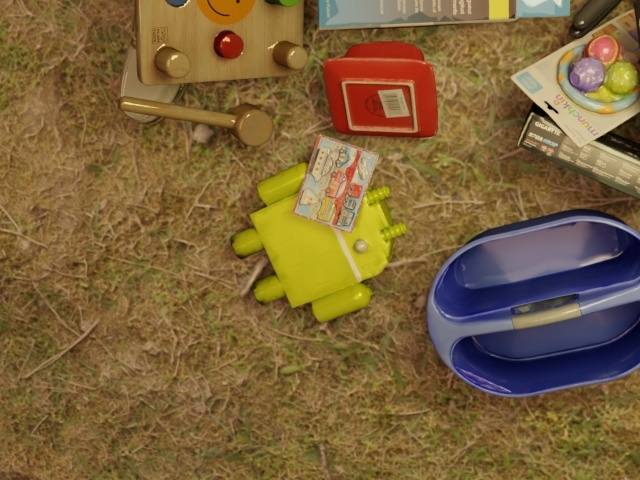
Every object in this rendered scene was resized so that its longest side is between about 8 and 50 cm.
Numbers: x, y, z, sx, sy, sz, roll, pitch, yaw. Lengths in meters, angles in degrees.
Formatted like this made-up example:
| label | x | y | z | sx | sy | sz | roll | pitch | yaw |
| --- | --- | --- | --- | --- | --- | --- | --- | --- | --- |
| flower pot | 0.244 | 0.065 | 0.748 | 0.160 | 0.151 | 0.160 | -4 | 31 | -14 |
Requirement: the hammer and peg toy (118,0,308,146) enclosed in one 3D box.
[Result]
| label | x | y | z | sx | sy | sz | roll | pitch | yaw |
| --- | --- | --- | --- | --- | --- | --- | --- | --- | --- |
| hammer and peg toy | -0.144 | -0.299 | 1.346 | 0.266 | 0.127 | 0.361 | -9 | 114 | -28 |

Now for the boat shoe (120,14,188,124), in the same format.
| label | x | y | z | sx | sy | sz | roll | pitch | yaw |
| --- | --- | --- | --- | --- | --- | --- | --- | --- | --- |
| boat shoe | -0.244 | -0.318 | 1.448 | 0.113 | 0.103 | 0.302 | 25 | 107 | 8 |

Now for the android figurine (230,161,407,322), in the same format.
| label | x | y | z | sx | sy | sz | roll | pitch | yaw |
| --- | --- | --- | --- | --- | --- | --- | --- | --- | --- |
| android figurine | 0.000 | 0.000 | 1.483 | 0.273 | 0.056 | 0.248 | -21 | 96 | 19 |

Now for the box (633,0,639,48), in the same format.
| label | x | y | z | sx | sy | sz | roll | pitch | yaw |
| --- | --- | --- | --- | --- | --- | --- | --- | --- | --- |
| box | 0.529 | -0.221 | 1.214 | 0.270 | 0.060 | 0.216 | -17 | 101 | -27 |

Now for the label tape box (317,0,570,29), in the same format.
| label | x | y | z | sx | sy | sz | roll | pitch | yaw |
| --- | --- | --- | --- | --- | --- | --- | --- | --- | --- |
| label tape box | 0.168 | -0.427 | 1.321 | 0.348 | 0.115 | 0.249 | 0 | 102 | 11 |

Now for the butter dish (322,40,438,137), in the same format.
| label | x | y | z | sx | sy | sz | roll | pitch | yaw |
| --- | --- | --- | --- | --- | --- | --- | --- | --- | --- |
| butter dish | 0.096 | -0.236 | 1.382 | 0.160 | 0.118 | 0.160 | 4 | 145 | 14 |

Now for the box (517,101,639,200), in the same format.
| label | x | y | z | sx | sy | sz | roll | pitch | yaw |
| --- | --- | --- | --- | --- | --- | --- | --- | --- | --- |
| box | 0.381 | -0.120 | 1.298 | 0.220 | 0.175 | 0.051 | 25 | 109 | 8 |

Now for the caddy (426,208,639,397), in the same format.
| label | x | y | z | sx | sy | sz | roll | pitch | yaw |
| --- | --- | --- | --- | --- | --- | --- | --- | --- | --- |
| caddy | 0.325 | 0.089 | 1.356 | 0.342 | 0.179 | 0.241 | -15 | 97 | 17 |

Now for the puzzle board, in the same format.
| label | x | y | z | sx | sy | sz | roll | pitch | yaw |
| --- | --- | --- | --- | --- | --- | --- | --- | --- | --- |
| puzzle board | 0.022 | -0.085 | 1.428 | 0.096 | 0.011 | 0.128 | 19 | 90 | 7 |

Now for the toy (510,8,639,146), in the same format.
| label | x | y | z | sx | sy | sz | roll | pitch | yaw |
| --- | --- | --- | --- | --- | --- | --- | --- | --- | --- |
| toy | 0.387 | -0.233 | 1.248 | 0.237 | 0.056 | 0.137 | -29 | 65 | -23 |

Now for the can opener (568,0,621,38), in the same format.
| label | x | y | z | sx | sy | sz | roll | pitch | yaw |
| --- | --- | --- | --- | --- | --- | --- | --- | --- | --- |
| can opener | 0.403 | -0.338 | 1.273 | 0.186 | 0.059 | 0.073 | -38 | 65 | -15 |
